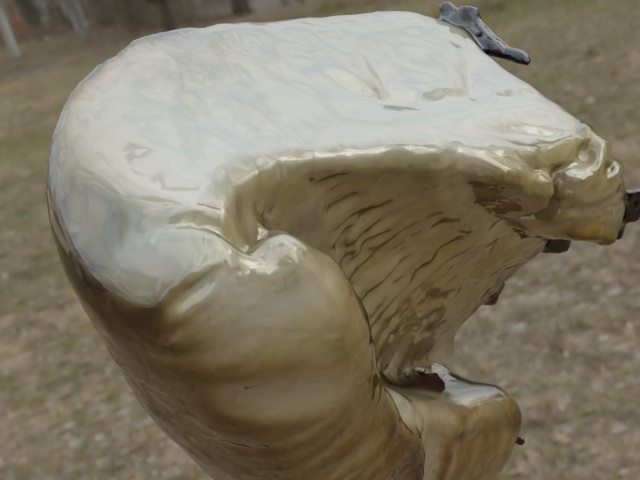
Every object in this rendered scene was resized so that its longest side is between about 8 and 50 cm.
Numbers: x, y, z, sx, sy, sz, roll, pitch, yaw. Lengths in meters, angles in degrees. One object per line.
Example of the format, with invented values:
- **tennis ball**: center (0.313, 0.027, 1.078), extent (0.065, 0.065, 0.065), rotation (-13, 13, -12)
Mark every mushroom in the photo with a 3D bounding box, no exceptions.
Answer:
- **mushroom**: center (-0.025, 0.037, 0.844), extent (0.224, 0.313, 0.397), rotation (37, 29, 28)
